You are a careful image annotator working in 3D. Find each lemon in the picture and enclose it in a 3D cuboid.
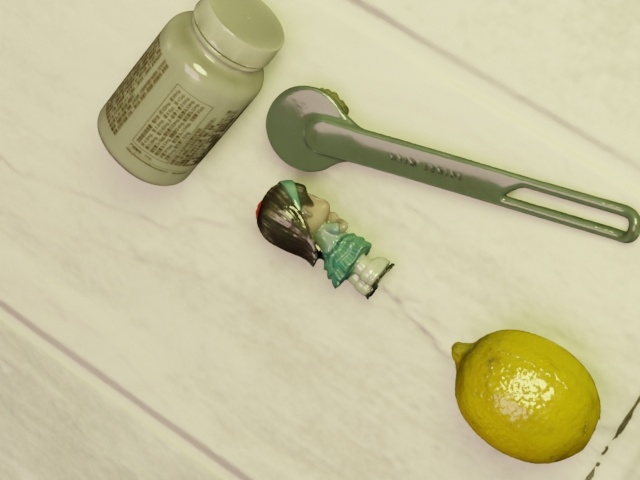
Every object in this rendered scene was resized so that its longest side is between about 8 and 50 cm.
[{"bbox_3d":[0.133,0.101,0.897,0.110,0.082,0.082,31,121,8],"label":"lemon"}]

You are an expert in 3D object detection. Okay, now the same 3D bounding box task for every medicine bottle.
[{"bbox_3d":[-0.089,-0.109,0.939,0.079,0.079,0.140,48,124,5],"label":"medicine bottle"}]

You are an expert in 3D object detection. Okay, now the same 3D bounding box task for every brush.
[{"bbox_3d":[0.086,-0.047,0.903,0.266,0.027,0.062,19,117,18],"label":"brush"}]

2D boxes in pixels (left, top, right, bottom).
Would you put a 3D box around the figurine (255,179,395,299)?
[{"bbox_3d":[0.000,0.000,0.956,0.106,0.047,0.060,37,164,5],"label":"figurine"}]
